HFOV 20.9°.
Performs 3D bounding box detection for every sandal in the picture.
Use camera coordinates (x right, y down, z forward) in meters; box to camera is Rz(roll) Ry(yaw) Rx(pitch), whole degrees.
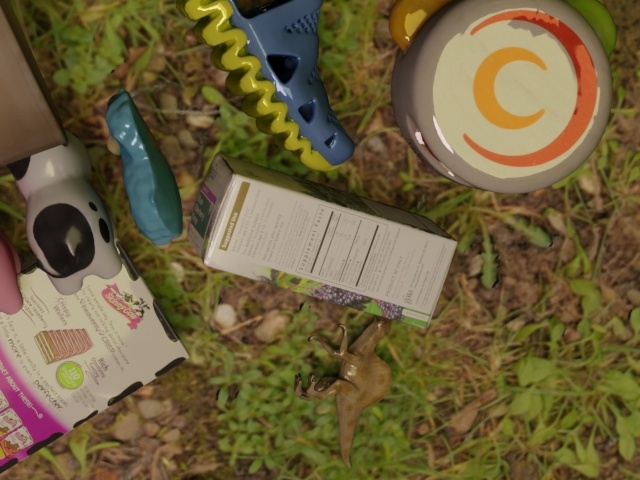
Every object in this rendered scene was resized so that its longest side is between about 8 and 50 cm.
[{"bbox_3d":[-0.047,-0.206,1.590,0.138,0.126,0.317,-35,112,-8],"label":"sandal"}]

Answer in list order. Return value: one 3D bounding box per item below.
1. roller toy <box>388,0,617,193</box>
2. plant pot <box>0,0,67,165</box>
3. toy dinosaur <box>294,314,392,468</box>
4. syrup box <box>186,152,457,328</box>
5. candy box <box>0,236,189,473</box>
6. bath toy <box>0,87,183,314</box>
[{"bbox_3d":[0.165,-0.142,1.647,0.209,0.146,0.191,4,94,-10],"label":"roller toy"},{"bbox_3d":[-0.396,-0.170,1.404,0.280,0.323,0.323,-25,109,-4],"label":"plant pot"},{"bbox_3d":[0.025,0.147,1.736,0.092,0.053,0.183,10,101,-19],"label":"toy dinosaur"},{"bbox_3d":[0.000,0.000,1.668,0.237,0.093,0.096,16,100,-18],"label":"syrup box"},{"bbox_3d":[-0.264,0.099,1.635,0.233,0.071,0.159,-31,109,-5],"label":"candy box"},{"bbox_3d":[-0.303,-0.009,1.538,0.348,0.151,0.129,-25,136,1],"label":"bath toy"}]
